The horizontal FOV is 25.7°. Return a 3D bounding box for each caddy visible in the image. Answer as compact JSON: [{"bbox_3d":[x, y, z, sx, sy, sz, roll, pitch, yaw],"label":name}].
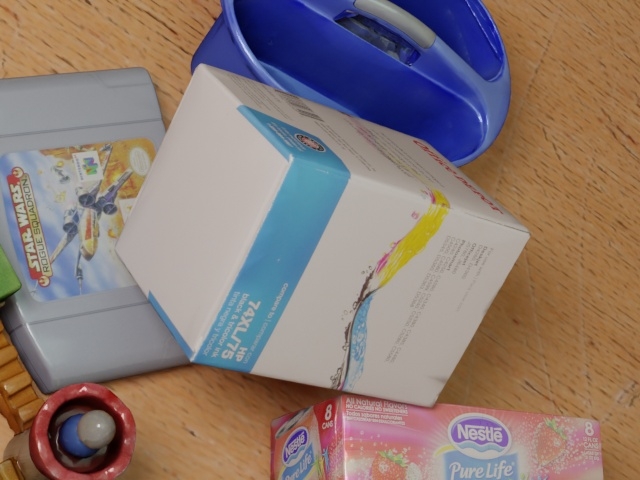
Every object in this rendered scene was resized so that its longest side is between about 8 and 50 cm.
[{"bbox_3d":[0.037,-0.198,1.438,0.341,0.179,0.241,28,63,-20],"label":"caddy"}]

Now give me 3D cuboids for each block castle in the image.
[{"bbox_3d":[-0.375,0.044,1.103,0.303,0.213,0.453,-27,89,-33],"label":"block castle"}]

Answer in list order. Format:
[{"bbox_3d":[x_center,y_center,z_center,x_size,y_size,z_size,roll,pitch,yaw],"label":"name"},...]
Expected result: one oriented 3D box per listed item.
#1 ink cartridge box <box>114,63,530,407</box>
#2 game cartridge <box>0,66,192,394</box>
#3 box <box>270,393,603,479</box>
[{"bbox_3d":[0.000,0.000,1.248,0.270,0.198,0.197,15,110,-35],"label":"ink cartridge box"},{"bbox_3d":[-0.220,-0.015,1.307,0.198,0.062,0.297,-9,79,-36],"label":"game cartridge"},{"bbox_3d":[0.114,0.240,1.356,0.300,0.154,0.142,9,70,-26],"label":"box"}]
